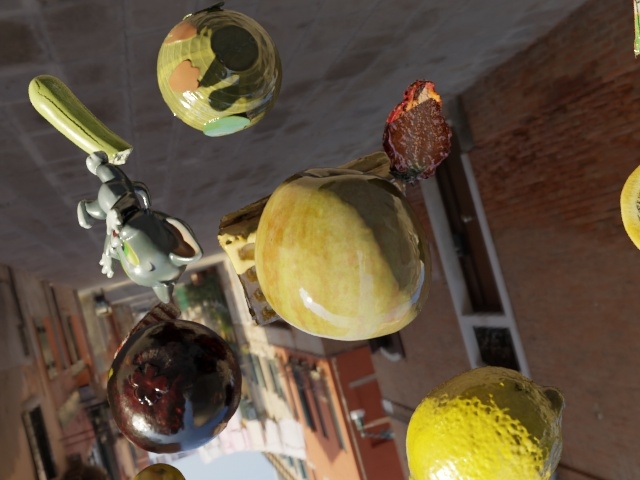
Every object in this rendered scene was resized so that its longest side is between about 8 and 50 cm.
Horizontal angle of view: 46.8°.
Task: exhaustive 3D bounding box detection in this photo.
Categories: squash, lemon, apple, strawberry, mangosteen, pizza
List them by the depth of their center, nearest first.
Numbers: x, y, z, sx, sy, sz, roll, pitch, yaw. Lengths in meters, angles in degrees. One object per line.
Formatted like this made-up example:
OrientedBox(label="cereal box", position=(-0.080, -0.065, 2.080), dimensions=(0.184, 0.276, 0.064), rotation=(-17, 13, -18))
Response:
OrientedBox(label="strawberry", position=(0.135, -0.152, 1.051), dimensions=(0.104, 0.152, 0.048), rotation=(6, -171, -16))
OrientedBox(label="apple", position=(0.034, 0.014, 1.070), dimensions=(0.256, 0.234, 0.257), rotation=(1, -171, 0))
OrientedBox(label="mangosteen", position=(-0.235, 0.249, 1.262), dimensions=(0.228, 0.228, 0.265), rotation=(-16, 163, 11))
OrientedBox(label="pizza", position=(0.653, -0.042, 1.286), dimensions=(0.262, 0.181, 0.034), rotation=(15, 175, 33))
OrientedBox(label="lemon", position=(0.294, 0.354, 1.322), dimensions=(0.320, 0.245, 0.245), rotation=(-37, 174, 9))
OrientedBox(label="squash", position=(-0.514, -0.254, 1.573), dimensions=(0.083, 0.250, 0.083), rotation=(-48, -173, 8))

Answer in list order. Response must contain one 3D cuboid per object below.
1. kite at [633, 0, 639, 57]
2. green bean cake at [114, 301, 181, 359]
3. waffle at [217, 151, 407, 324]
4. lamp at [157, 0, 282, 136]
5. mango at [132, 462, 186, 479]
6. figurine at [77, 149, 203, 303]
OrientedBox(label="kite", position=(0.506, -0.309, 0.982), dimensions=(0.198, 0.244, 0.006), rotation=(-47, 163, 27))
OrientedBox(label="green bean cake", position=(-0.344, 0.191, 1.465), dimensions=(0.136, 0.056, 0.135), rotation=(-50, -179, -41))
OrientedBox(label="waffle", position=(0.000, 0.000, 1.285), dimensions=(0.327, 0.224, 0.098), rotation=(-22, -143, -6))
OrientedBox(label="lamp", position=(-0.205, -0.330, 1.485), dimensions=(0.250, 0.250, 0.284), rotation=(-15, 175, -21))
OrientedBox(label="mango", position=(-0.224, 0.398, 1.035), dimensions=(0.092, 0.195, 0.130), rotation=(-5, -156, -10))
OrientedBox(label="figurine", position=(-0.314, -0.021, 1.239), dimensions=(0.140, 0.265, 0.193), rotation=(-4, 143, -37))
